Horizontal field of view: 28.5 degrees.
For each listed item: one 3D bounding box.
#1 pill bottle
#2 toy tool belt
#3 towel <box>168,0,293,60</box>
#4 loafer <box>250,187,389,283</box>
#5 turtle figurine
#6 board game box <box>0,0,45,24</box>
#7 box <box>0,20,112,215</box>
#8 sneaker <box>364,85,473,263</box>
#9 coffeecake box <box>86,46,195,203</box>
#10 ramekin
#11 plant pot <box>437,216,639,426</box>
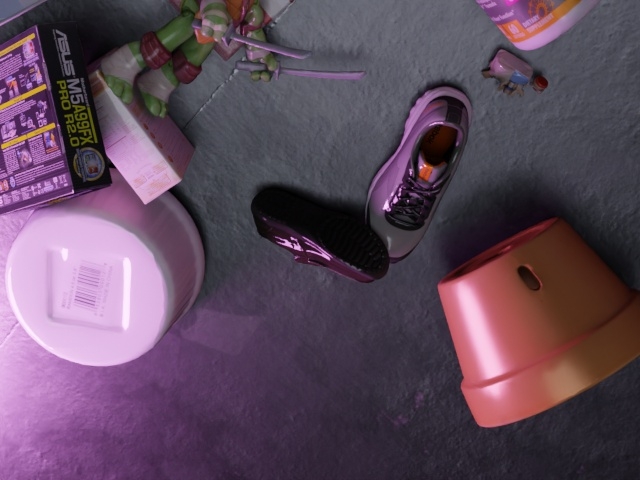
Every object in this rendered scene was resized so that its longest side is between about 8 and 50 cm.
[{"bbox_3d":[0.231,-0.393,1.612,0.162,0.162,0.278,-40,105,16],"label":"pill bottle"},{"bbox_3d":[0.268,-0.223,1.745,0.083,0.052,0.051,31,141,-6],"label":"toy tool belt"},{"bbox_3d":[-0.087,-0.430,1.680,0.329,0.037,0.237,-39,105,15],"label":"towel"},{"bbox_3d":[0.000,0.000,1.819,0.220,0.080,0.078,30,145,14],"label":"loafer"},{"bbox_3d":[-0.128,-0.238,1.632,0.266,0.198,0.274,-33,102,18],"label":"turtle figurine"},{"bbox_3d":[-0.425,-0.479,1.556,0.390,0.050,0.389,-32,102,-14],"label":"board game box"},{"bbox_3d":[-0.384,-0.153,1.670,0.270,0.060,0.216,-11,91,52],"label":"box"},{"bbox_3d":[0.132,-0.083,1.771,0.100,0.108,0.271,19,115,-6],"label":"sneaker"},{"bbox_3d":[-0.261,-0.161,1.738,0.068,0.142,0.185,-32,107,14],"label":"coffeecake box"},{"bbox_3d":[-0.315,0.046,1.814,0.277,0.135,0.277,3,113,7],"label":"ramekin"},{"bbox_3d":[0.297,0.101,1.762,0.291,0.291,0.203,-30,91,14],"label":"plant pot"}]
